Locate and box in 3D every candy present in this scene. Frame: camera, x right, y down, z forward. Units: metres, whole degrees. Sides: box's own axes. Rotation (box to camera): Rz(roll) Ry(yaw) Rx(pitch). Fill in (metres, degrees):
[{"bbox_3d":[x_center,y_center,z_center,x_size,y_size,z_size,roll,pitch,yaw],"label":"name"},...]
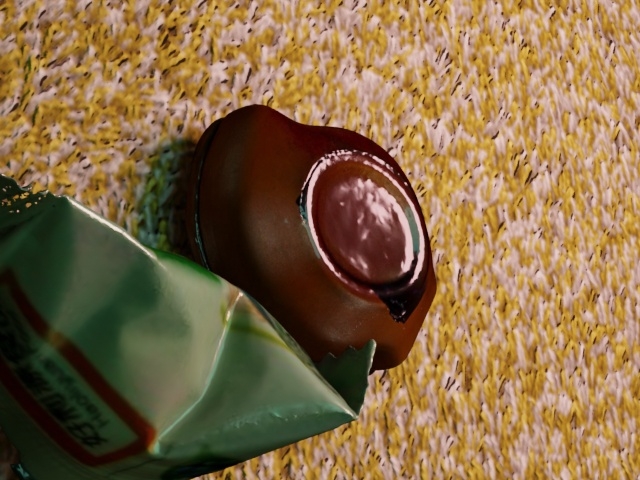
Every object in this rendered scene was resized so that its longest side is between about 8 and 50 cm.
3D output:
[{"bbox_3d":[-0.177,0.063,1.467,0.398,0.263,0.172,39,46,-29],"label":"candy"}]

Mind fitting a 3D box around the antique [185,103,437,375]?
[{"bbox_3d":[0.000,0.000,1.733,0.278,0.129,0.223,50,49,-24],"label":"antique"}]
